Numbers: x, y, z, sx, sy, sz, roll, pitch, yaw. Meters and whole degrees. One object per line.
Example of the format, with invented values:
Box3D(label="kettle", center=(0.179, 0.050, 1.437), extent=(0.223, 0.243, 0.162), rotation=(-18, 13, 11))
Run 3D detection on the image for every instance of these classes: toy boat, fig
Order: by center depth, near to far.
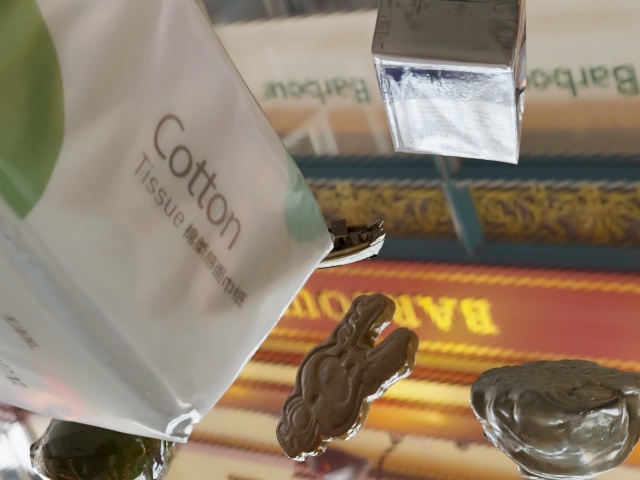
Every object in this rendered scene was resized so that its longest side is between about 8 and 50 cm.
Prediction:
Box3D(label="fig", center=(-0.324, 0.294, 2.189), extent=(0.225, 0.203, 0.203), rotation=(-5, -154, 9))
Box3D(label="toy boat", center=(0.000, 0.000, 2.267), extent=(0.206, 0.072, 0.064), rotation=(-11, -136, 8))

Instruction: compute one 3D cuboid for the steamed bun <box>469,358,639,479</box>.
Box3D(label="steamed bun", center=(0.298, 0.228, 1.831), extent=(0.211, 0.144, 0.218), rotation=(-4, -175, -30))

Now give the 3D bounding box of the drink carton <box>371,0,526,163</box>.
Box3D(label="drink carton", center=(0.132, -0.165, 1.458), extent=(0.134, 0.222, 0.102), rotation=(4, -112, 11))

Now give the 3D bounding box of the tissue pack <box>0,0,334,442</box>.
Box3D(label="tissue pack", center=(-0.190, -0.078, 0.775), extent=(0.266, 0.356, 0.194), rotation=(10, -125, 40))

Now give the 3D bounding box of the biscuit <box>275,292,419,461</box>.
Box3D(label="biscuit", center=(0.025, 0.175, 1.853), extent=(0.236, 0.040, 0.144), rotation=(-49, -144, 15))
